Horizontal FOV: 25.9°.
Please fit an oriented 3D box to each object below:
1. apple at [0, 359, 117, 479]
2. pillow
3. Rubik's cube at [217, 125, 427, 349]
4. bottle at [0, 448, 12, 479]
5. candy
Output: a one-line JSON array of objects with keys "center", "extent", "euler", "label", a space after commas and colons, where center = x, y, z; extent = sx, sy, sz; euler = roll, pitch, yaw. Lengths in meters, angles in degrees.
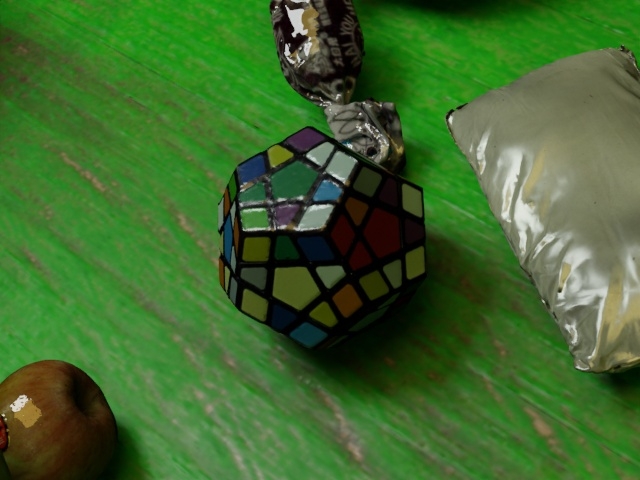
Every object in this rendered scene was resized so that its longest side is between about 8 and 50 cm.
[{"center": [-0.159, 0.111, 0.798], "extent": [0.071, 0.084, 0.084], "euler": [-32, 49, 16], "label": "apple"}, {"center": [0.166, -0.027, 0.810], "extent": [0.128, 0.051, 0.229], "euler": [-21, 48, -1], "label": "pillow"}, {"center": [0.000, 0.000, 0.806], "extent": [0.112, 0.133, 0.133], "euler": [-1, 49, -15], "label": "Rubik's cube"}, {"center": [-0.193, 0.218, 0.593], "extent": [0.171, 0.171, 0.351], "euler": [-30, 33, -4], "label": "bottle"}, {"center": [-0.007, -0.123, 0.915], "extent": [0.094, 0.051, 0.226], "euler": [-18, 66, 11], "label": "candy"}]
